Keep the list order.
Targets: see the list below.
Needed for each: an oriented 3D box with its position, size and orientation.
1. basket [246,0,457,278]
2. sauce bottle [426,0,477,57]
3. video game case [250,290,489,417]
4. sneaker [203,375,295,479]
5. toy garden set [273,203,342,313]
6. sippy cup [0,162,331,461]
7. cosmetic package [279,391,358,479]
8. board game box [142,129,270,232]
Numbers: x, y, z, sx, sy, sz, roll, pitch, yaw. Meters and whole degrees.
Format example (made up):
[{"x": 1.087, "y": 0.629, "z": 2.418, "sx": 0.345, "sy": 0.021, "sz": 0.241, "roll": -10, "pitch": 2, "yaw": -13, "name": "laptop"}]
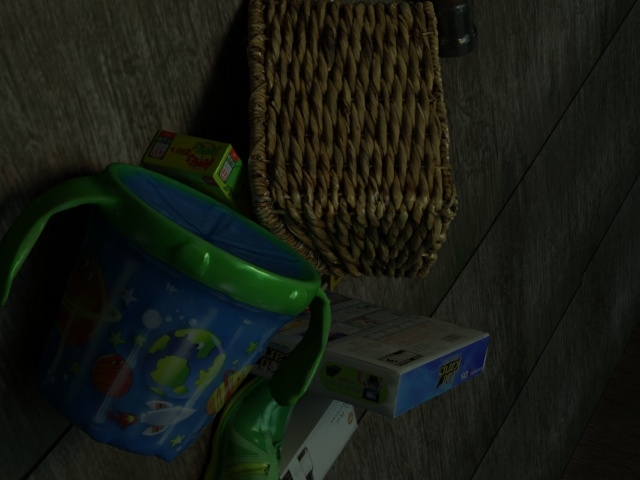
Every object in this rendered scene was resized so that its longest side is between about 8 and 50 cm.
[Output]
[{"x": 0.017, "y": -0.110, "z": 1.423, "sx": 0.213, "sy": 0.223, "sz": 0.299, "roll": 106, "pitch": -18, "yaw": -62, "name": "basket"}, {"x": 0.167, "y": -0.411, "z": 1.678, "sx": 0.111, "sy": 0.111, "sz": 0.344, "roll": -52, "pitch": 143, "yaw": -38, "name": "sauce bottle"}, {"x": 0.047, "y": 0.135, "z": 1.555, "sx": 0.269, "sy": 0.244, "sz": 0.061, "roll": -11, "pitch": 113, "yaw": -60, "name": "video game case"}, {"x": -0.082, "y": 0.299, "z": 1.519, "sx": 0.295, "sy": 0.124, "sz": 0.109, "roll": -68, "pitch": 151, "yaw": -17, "name": "sneaker"}, {"x": 0.000, "y": 0.000, "z": 1.550, "sx": 0.244, "sy": 0.049, "sz": 0.203, "roll": -58, "pitch": 152, "yaw": -60, "name": "toy garden set"}, {"x": -0.151, "y": 0.077, "z": 1.189, "sx": 0.224, "sy": 0.305, "sz": 0.240, "roll": -61, "pitch": 177, "yaw": 9, "name": "sippy cup"}, {"x": -0.034, "y": 0.296, "z": 1.675, "sx": 0.239, "sy": 0.060, "sz": 0.099, "roll": -52, "pitch": 144, "yaw": -38, "name": "cosmetic package"}, {"x": -0.110, "y": -0.045, "z": 1.347, "sx": 0.043, "sy": 0.092, "sz": 0.181, "roll": -65, "pitch": 150, "yaw": -22, "name": "board game box"}]
